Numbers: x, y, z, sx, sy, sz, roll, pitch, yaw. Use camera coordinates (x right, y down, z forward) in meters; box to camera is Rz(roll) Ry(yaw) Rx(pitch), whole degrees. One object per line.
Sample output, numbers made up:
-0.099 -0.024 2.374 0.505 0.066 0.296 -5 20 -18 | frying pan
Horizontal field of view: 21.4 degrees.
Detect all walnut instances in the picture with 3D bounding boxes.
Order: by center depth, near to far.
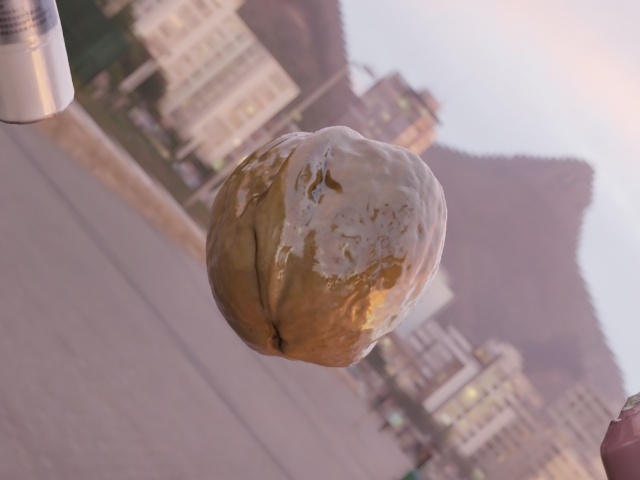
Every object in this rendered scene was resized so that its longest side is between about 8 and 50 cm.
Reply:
0.000 0.000 1.095 0.166 0.166 0.149 48 -8 38 | walnut

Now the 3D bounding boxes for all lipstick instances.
-0.136 -0.119 0.718 0.040 0.040 0.141 48 -29 50 | lipstick

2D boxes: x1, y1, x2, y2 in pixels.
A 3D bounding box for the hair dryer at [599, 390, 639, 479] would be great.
0.231 0.230 0.815 0.125 0.210 0.352 96 -21 -71 | hair dryer
